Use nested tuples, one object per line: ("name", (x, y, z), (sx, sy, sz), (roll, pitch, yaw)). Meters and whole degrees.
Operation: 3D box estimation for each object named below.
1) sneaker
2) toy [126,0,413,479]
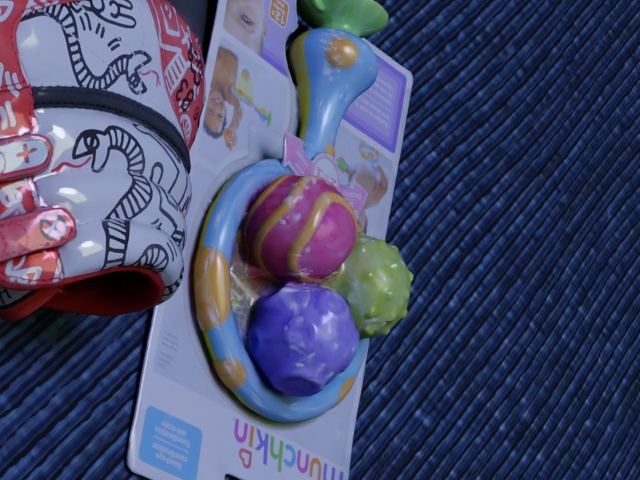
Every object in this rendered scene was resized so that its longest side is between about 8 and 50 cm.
("sneaker", (-0.131, -0.062, 0.571), (0.270, 0.090, 0.145), (28, 56, -50))
("toy", (0.000, 0.000, 0.764), (0.137, 0.056, 0.237), (32, 56, -44))
